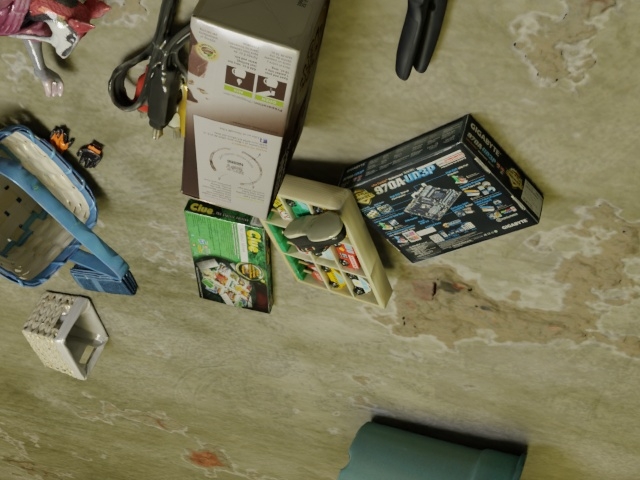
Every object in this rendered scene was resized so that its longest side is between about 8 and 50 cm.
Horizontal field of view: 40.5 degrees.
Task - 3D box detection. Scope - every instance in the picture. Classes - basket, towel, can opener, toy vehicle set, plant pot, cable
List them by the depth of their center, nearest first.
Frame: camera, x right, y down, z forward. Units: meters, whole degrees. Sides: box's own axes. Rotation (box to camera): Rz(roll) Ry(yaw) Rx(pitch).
[{"bbox_3d":[0.112,-0.246,0.940,0.059,0.073,0.186,-21,148,-11],"label":"can opener"},{"bbox_3d":[-0.192,-0.238,1.105,0.139,0.072,0.287,32,134,10],"label":"cable"},{"bbox_3d":[0.000,0.000,1.286,0.166,0.035,0.267,15,152,29],"label":"toy vehicle set"},{"bbox_3d":[-0.442,-0.043,1.316,0.289,0.201,0.255,8,147,43],"label":"basket"},{"bbox_3d":[-0.408,0.077,1.634,0.119,0.029,0.067,6,144,17],"label":"towel"},{"bbox_3d":[0.208,0.542,1.761,0.334,0.341,0.341,16,146,16],"label":"plant pot"},{"bbox_3d":[-0.521,0.192,1.775,0.103,0.113,0.167,14,146,14],"label":"basket"}]

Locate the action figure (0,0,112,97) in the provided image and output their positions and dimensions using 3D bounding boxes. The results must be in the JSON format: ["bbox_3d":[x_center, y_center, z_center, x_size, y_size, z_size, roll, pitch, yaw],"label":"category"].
[{"bbox_3d":[-0.434,-0.304,1.046,0.370,0.248,0.276,2,101,2],"label":"action figure"}]

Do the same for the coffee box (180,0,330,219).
[{"bbox_3d":[-0.076,-0.183,1.003,0.118,0.168,0.297,18,145,1],"label":"coffee box"}]

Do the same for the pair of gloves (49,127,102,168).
[{"bbox_3d":[-0.377,-0.142,1.334,0.083,0.010,0.074,26,150,-13],"label":"pair of gloves"}]

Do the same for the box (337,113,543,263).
[{"bbox_3d":[0.158,-0.060,1.166,0.220,0.051,0.175,-21,129,42],"label":"box"}]

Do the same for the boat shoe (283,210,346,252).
[{"bbox_3d":[0.000,-0.009,1.165,0.042,0.049,0.133,44,159,-22],"label":"boat shoe"}]

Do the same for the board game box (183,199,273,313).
[{"bbox_3d":[-0.149,0.033,1.458,0.136,0.030,0.260,15,145,9],"label":"board game box"}]

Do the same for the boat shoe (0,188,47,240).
[{"bbox_3d":[-0.582,-0.052,1.471,0.258,0.109,0.089,37,145,-22],"label":"boat shoe"}]
